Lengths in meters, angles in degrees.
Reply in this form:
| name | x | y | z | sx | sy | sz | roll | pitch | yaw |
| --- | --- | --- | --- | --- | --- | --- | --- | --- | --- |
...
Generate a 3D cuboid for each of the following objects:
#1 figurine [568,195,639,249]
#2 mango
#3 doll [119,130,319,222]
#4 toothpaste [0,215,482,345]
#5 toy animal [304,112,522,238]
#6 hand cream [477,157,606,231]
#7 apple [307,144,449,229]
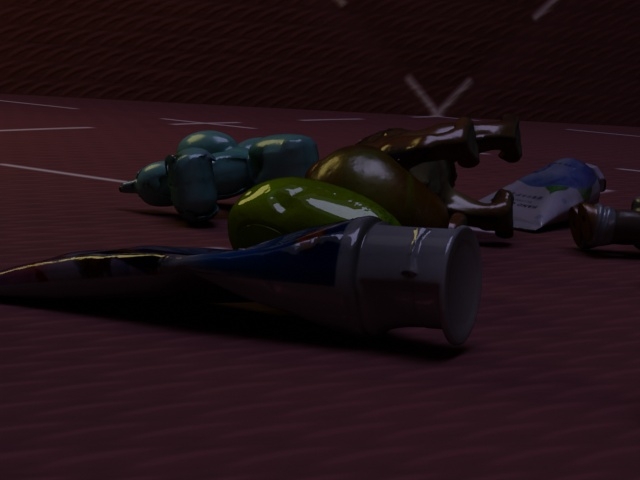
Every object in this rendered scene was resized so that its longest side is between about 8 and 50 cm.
| name | x | y | z | sx | sy | sz | roll | pitch | yaw |
| --- | --- | --- | --- | --- | --- | --- | --- | --- | --- |
| figurine | 0.282 | -0.033 | 1.058 | 0.197 | 0.093 | 0.147 | 2 | -2 | -6 |
| mango | 0.000 | 0.000 | 0.784 | 0.108 | 0.073 | 0.056 | 7 | 47 | 36 |
| doll | -0.074 | -0.054 | 1.136 | 0.159 | 0.059 | 0.158 | -14 | 12 | -35 |
| toothpaste | -0.053 | 0.018 | 0.733 | 0.266 | 0.061 | 0.096 | 1 | 7 | 24 |
| toy animal | 0.057 | -0.036 | 1.051 | 0.157 | 0.097 | 0.312 | -6 | 7 | 21 |
| hand cream | 0.187 | -0.036 | 1.214 | 0.084 | 0.053 | 0.142 | 13 | 22 | 43 |
| apple | 0.031 | -0.014 | 0.853 | 0.089 | 0.074 | 0.089 | 24 | -4 | 2 |
